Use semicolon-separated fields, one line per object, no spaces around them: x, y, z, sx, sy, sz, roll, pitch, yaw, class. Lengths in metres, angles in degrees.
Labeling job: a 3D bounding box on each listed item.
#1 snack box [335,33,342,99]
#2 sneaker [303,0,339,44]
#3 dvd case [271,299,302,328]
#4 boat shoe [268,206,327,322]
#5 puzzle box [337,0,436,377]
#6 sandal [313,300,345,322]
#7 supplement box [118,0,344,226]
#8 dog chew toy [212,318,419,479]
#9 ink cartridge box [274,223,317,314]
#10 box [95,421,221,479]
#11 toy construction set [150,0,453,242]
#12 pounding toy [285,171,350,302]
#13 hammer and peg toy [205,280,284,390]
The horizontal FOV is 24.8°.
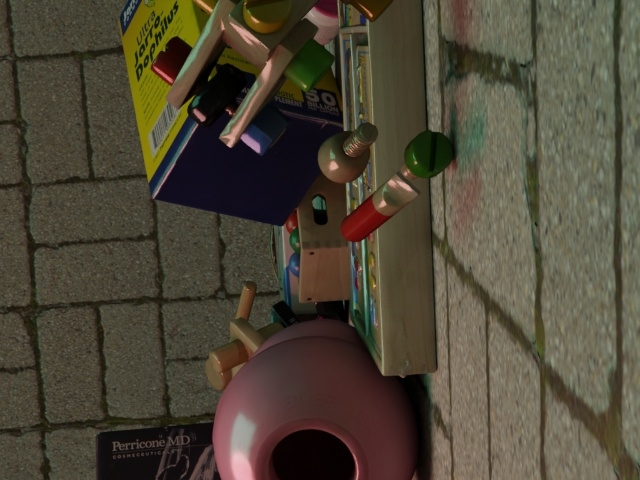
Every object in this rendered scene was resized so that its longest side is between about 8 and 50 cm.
0.032;-0.233;1.825;0.064;0.022;0.178;-103;10;-53;snack box
-0.019;-0.337;1.736;0.111;0.103;0.252;123;148;-52;sneaker
-0.019;0.224;2.280;0.179;0.030;0.238;49;156;28;dvd case
-0.038;0.048;2.523;0.095;0.095;0.257;-61;-33;-87;boat shoe
0.059;-0.094;1.408;0.272;0.052;0.408;-127;34;-81;puzzle box
0.003;0.091;2.112;0.179;0.040;0.067;37;-139;-72;sandal
-0.122;-0.224;1.905;0.195;0.194;0.356;-54;37;36;supplement box
0.001;0.178;1.528;0.332;0.207;0.206;-76;-16;-76;dog chew toy
-0.024;0.040;2.352;0.203;0.086;0.148;180;85;-84;ink cartridge box
-0.079;0.380;1.674;0.179;0.343;0.312;90;174;-55;box
0.014;-0.170;1.084;0.308;0.257;0.237;66;160;5;toy construction set
-0.001;-0.004;1.973;0.206;0.094;0.181;93;172;-55;pounding toy
-0.090;0.245;2.212;0.361;0.127;0.266;42;144;40;hammer and peg toy
